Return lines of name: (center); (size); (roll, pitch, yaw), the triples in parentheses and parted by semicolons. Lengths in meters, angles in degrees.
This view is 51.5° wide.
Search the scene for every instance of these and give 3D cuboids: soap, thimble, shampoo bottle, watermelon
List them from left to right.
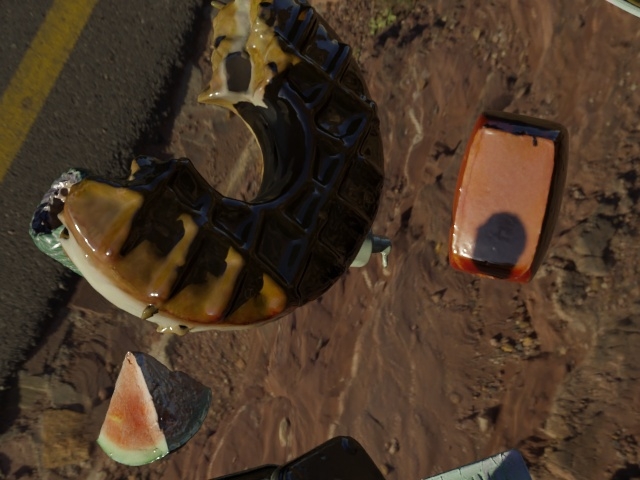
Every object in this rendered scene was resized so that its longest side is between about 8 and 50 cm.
thimble: (-0.302, -0.023, 0.843); (0.118, 0.090, 0.135); (-48, 39, 5)
watermelon: (-0.320, 0.316, 1.238); (0.207, 0.136, 0.202); (-15, 67, 14)
shampoo bottle: (0.000, 0.000, 1.097); (0.262, 0.085, 0.085); (3, 76, -25)
soap: (0.384, 0.612, 1.590); (0.261, 0.094, 0.150); (-20, 45, 5)

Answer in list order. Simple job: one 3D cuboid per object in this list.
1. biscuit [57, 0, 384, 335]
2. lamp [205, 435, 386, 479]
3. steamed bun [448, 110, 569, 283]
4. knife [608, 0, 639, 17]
biscuit: (-0.064, -0.063, 0.661); (0.268, 0.115, 0.366); (39, 64, -22)
lamp: (-0.026, 0.274, 0.671); (0.203, 0.283, 0.124); (-11, 76, -47)
steamed bun: (0.432, -0.102, 1.526); (0.235, 0.248, 0.379); (13, 108, 22)
knife: (0.328, -0.309, 0.772); (0.343, 0.027, 0.061); (11, 78, -29)
